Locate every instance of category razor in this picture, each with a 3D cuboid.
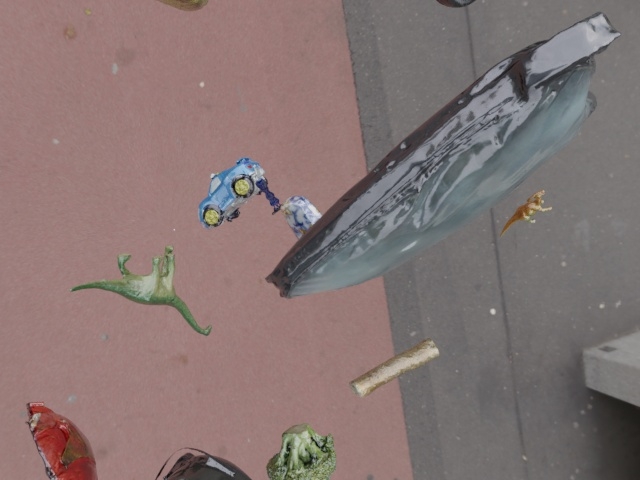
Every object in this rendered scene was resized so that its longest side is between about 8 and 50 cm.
[{"bbox_3d":[-0.125,-0.111,1.033,0.044,0.155,0.028,-37,65,-2],"label":"razor"}]

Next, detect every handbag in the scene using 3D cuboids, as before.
[{"bbox_3d":[0.104,-0.045,0.404,0.191,0.332,0.075,-2,58,-56],"label":"handbag"}]

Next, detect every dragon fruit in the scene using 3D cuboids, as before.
[{"bbox_3d":[-0.642,0.577,1.127,0.100,0.282,0.344,-26,106,-28],"label":"dragon fruit"}]

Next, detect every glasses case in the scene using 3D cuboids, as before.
[{"bbox_3d":[0.000,0.000,1.011,0.065,0.086,0.248,-52,123,-29],"label":"glasses case"}]

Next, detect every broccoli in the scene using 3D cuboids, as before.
[{"bbox_3d":[-0.035,0.462,0.919,0.161,0.145,0.138,-8,91,-26],"label":"broccoli"}]

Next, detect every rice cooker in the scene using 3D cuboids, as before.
[{"bbox_3d":[-0.172,0.417,0.665,0.202,0.118,0.142,30,91,12],"label":"rice cooker"}]

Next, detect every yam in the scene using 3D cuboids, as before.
[{"bbox_3d":[0.224,0.382,1.312,0.299,0.066,0.066,-21,98,-18],"label":"yam"}]

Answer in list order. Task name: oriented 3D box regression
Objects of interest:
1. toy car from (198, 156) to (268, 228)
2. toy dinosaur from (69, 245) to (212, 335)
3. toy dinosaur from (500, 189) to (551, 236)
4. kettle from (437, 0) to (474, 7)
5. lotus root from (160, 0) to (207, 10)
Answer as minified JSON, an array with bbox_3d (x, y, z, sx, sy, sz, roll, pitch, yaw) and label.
[{"bbox_3d":[-0.338,-0.174,1.599,0.314,0.198,0.166,-41,88,17],"label":"toy car"},{"bbox_3d":[-0.434,0.171,1.124,0.447,0.087,0.301,-14,120,-57],"label":"toy dinosaur"},{"bbox_3d":[0.328,-0.041,0.697,0.041,0.113,0.026,0,57,-12],"label":"toy dinosaur"},{"bbox_3d":[0.179,-0.424,0.460,0.307,0.203,0.262,-35,106,-6],"label":"kettle"},{"bbox_3d":[-0.269,-0.455,0.738,0.110,0.258,0.097,40,112,-2],"label":"lotus root"}]
